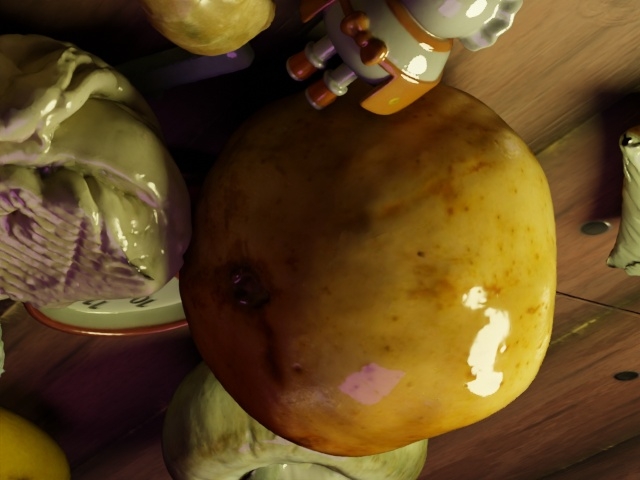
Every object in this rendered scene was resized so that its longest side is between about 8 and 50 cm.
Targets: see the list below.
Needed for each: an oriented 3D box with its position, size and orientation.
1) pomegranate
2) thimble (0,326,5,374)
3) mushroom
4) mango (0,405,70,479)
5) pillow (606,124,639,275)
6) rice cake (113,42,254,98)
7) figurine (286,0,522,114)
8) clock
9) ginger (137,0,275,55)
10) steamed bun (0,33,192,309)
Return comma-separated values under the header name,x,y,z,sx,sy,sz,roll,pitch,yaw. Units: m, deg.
name,x,y,z,sx,sy,sz,roll,pitch,yaw
pomegranate,0.068,0.017,1.704,0.410,0.410,0.410,0,154,0
thimble,-0.485,0.125,2.028,0.237,0.237,0.150,7,150,-15
mushroom,-0.035,0.264,2.277,0.352,0.260,0.352,1,159,0
mango,-0.547,0.330,2.453,0.301,0.221,0.445,-25,148,36
pillow,0.456,-0.049,1.808,0.310,0.119,0.312,-7,153,6
rice cake,-0.146,-0.162,1.670,0.180,0.030,0.042,-13,137,25
figurine,0.077,-0.202,1.489,0.143,0.143,0.271,17,151,-31
clock,-0.196,0.011,1.950,0.318,0.080,0.318,-11,154,-6
ginger,-0.207,-0.251,1.399,0.363,0.122,0.348,13,161,-4
steamed bun,-0.273,-0.079,1.626,0.275,0.206,0.320,-25,123,41
